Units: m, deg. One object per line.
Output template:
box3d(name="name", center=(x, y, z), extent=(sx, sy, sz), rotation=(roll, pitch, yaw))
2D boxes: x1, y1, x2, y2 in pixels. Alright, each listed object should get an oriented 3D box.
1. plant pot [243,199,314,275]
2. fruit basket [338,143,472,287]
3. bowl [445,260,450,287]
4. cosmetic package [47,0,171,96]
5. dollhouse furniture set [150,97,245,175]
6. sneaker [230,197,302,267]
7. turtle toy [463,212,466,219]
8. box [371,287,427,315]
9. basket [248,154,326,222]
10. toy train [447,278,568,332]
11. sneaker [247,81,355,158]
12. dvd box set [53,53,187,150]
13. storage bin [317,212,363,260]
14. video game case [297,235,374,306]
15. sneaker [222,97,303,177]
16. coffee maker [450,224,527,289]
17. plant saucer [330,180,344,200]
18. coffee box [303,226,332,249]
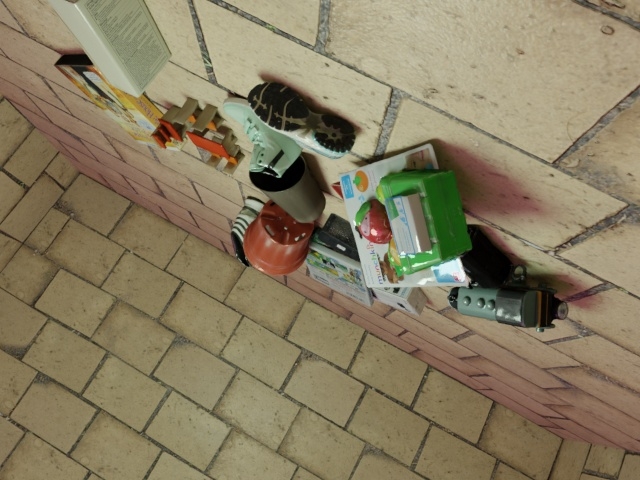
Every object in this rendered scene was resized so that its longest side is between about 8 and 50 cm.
box3d(name="plant pot", center=(-0.150, -0.031, 1.863), extent=(0.272, 0.272, 0.265), rotation=(30, 156, -2))
box3d(name="fruit basket", center=(0.177, -0.037, 1.187), extent=(0.353, 0.165, 0.327), rotation=(-9, 97, 51))
box3d(name="bowl", center=(0.362, 0.050, 1.449), extent=(0.170, 0.170, 0.080), rotation=(33, 119, -12))
box3d(name="cosmetic package", center=(-0.495, -0.511, 1.163), extent=(0.113, 0.160, 0.309), rotation=(26, 162, 15))
box3d(name="dollhouse furniture set", center=(-0.410, -0.331, 1.593), extent=(0.259, 0.135, 0.262), rotation=(24, 163, 20))
box3d(name="sneaker", center=(-0.238, 0.034, 2.171), extent=(0.169, 0.257, 0.447), rotation=(12, 156, 47))
box3d(name="turtle toy", center=(0.307, -0.070, 1.241), extent=(0.130, 0.095, 0.066), rotation=(25, -173, 21))
box3d(name="box", center=(0.295, 0.214, 2.096), extent=(0.290, 0.087, 0.169), rotation=(15, 158, 41))
box3d(name="basket", center=(-0.086, -0.162, 1.528), extent=(0.204, 0.154, 0.227), rotation=(18, 163, 32))
box3d(name="toy train", center=(0.528, 0.179, 1.409), extent=(0.190, 0.142, 0.334), rotation=(5, 180, -31))
box3d(name="sneaker", center=(-0.056, -0.277, 1.198), extent=(0.283, 0.110, 0.122), rotation=(31, 167, -2))
box3d(name="dvd box set", center=(-0.718, -0.495, 1.767), extent=(0.308, 0.062, 0.420), rotation=(18, 160, 38))
box3d(name="storage bin", center=(0.090, -0.009, 1.787), extent=(0.180, 0.084, 0.122), rotation=(30, 164, 1))
box3d(name="video game case", center=(0.068, 0.134, 2.088), extent=(0.329, 0.036, 0.300), rotation=(25, 153, 30))
box3d(name="sneaker", center=(-0.184, -0.278, 1.335), extent=(0.256, 0.151, 0.094), rotation=(32, 165, -2))
box3d(name="coffee maker", center=(0.437, 0.040, 1.325), extent=(0.178, 0.120, 0.171), rotation=(37, 138, -28))
box3d(name="plant saucer", center=(0.194, -0.094, 1.420), extent=(0.259, 0.047, 0.258), rotation=(14, 157, 46))
box3d(name="coffee box", center=(0.000, 0.000, 2.046), extent=(0.113, 0.040, 0.184), rotation=(34, 163, -14))
